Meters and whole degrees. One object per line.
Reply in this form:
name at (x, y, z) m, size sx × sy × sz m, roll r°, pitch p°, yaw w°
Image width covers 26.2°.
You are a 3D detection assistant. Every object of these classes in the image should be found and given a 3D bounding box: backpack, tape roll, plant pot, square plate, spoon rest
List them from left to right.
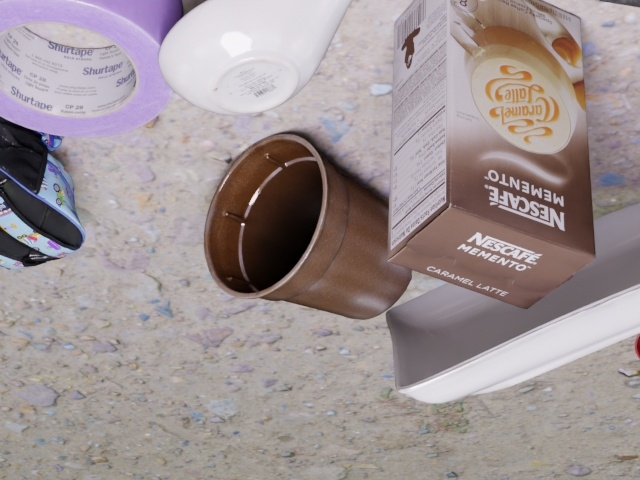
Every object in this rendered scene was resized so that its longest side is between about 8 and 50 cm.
backpack at (-0.314, -0.049, 1.349) m, size 0.158 × 0.116 × 0.173 m, roll -19°, pitch 141°, yaw 31°
tape roll at (-0.215, -0.174, 1.177) m, size 0.189 × 0.080 × 0.189 m, roll 1°, pitch 148°, yaw 1°
spoon rest at (-0.004, -0.181, 1.119) m, size 0.276 × 0.084 × 0.137 m, roll -22°, pitch 147°, yaw 18°
plant pot at (0.000, 0.000, 1.374) m, size 0.167 × 0.167 × 0.165 m, roll -25°, pitch 146°, yaw 37°
square plate at (0.227, 0.044, 1.231) m, size 0.344 × 0.049 × 0.347 m, roll -24°, pitch -173°, yaw 4°

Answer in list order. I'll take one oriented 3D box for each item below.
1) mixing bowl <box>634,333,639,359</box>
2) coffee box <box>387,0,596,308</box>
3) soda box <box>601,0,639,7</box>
mixing bowl at (0.430, 0.070, 1.496) m, size 0.182 × 0.098 × 0.181 m, roll 2°, pitch 147°, yaw 1°
coffee box at (0.139, -0.087, 1.129) m, size 0.141 × 0.246 × 0.098 m, roll 17°, pitch 146°, yaw -23°
soda box at (0.222, -0.228, 1.020) m, size 0.060 × 0.053 × 0.169 m, roll 16°, pitch 173°, yaw 27°
